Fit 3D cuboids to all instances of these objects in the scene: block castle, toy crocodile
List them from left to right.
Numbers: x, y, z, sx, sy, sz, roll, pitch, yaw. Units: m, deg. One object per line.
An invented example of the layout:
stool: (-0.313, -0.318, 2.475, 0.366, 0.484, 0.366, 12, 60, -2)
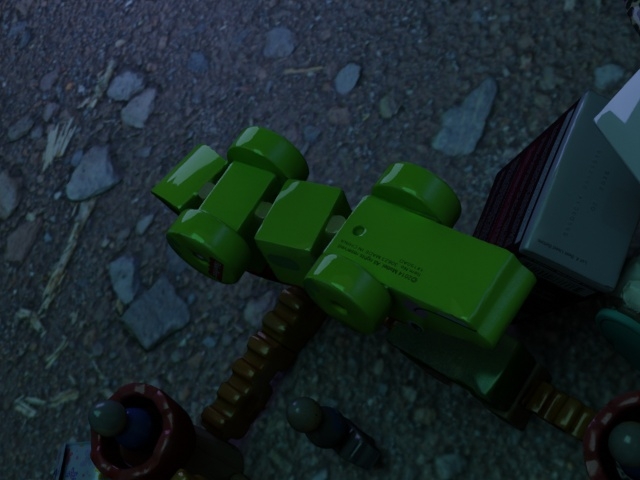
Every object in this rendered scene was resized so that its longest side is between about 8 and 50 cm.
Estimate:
toy crocodile: (0.000, 0.000, 0.785, 0.341, 0.105, 0.115, 18, 64, 32)
block castle: (0.043, 0.171, 0.821, 0.453, 0.213, 0.303, 30, 84, 34)

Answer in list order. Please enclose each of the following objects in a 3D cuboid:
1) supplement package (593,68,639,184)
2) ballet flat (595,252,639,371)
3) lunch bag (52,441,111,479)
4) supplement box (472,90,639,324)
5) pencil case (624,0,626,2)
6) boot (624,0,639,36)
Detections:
supplement package: (0.350, -0.052, 0.611, 0.198, 0.263, 0.199, -51, 48, 31)
ballet flat: (0.366, 0.134, 0.683, 0.147, 0.147, 0.409, -45, 72, 3)
lunch bag: (-0.237, 0.238, 1.034, 0.083, 0.053, 0.071, -9, 62, 34)
supplement box: (0.179, -0.014, 0.822, 0.073, 0.239, 0.130, 25, 79, -2)
pencil case: (0.349, -0.261, 0.950, 0.152, 0.064, 0.070, -38, 79, 6)
boot: (0.447, -0.149, 0.792, 0.284, 0.138, 0.377, -41, 89, 31)
